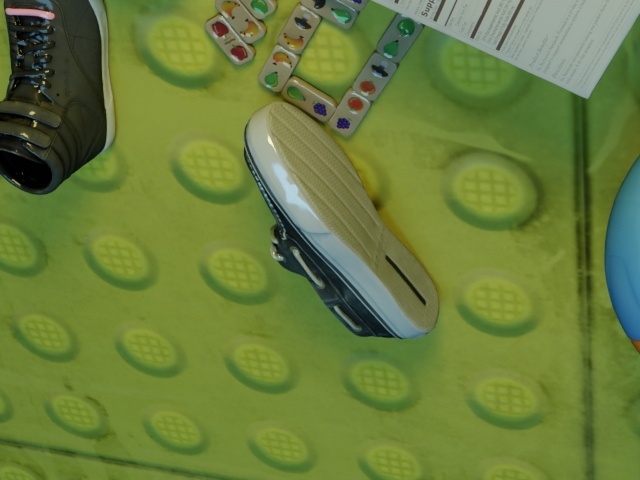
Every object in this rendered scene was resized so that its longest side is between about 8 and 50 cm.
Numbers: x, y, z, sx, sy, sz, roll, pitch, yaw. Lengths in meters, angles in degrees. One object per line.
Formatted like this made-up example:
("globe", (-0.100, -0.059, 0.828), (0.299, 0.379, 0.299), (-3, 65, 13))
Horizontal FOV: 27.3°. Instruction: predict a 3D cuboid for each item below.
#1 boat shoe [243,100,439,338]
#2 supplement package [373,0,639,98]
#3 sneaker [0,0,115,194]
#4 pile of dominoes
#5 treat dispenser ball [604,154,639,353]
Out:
("boat shoe", (0.000, 0.000, 1.427), (0.119, 0.121, 0.335), (-18, 123, 31))
("supplement package", (0.154, -0.252, 1.110), (0.244, 0.139, 0.134), (24, 137, 1))
("sneaker", (-0.296, -0.174, 1.382), (0.104, 0.147, 0.296), (10, 133, 18))
("pile of dominoes", (-0.006, -0.220, 1.285), (0.196, 0.040, 0.251), (30, 135, -4))
("treat dispenser ball", (0.393, 0.012, 1.142), (0.288, 0.288, 0.288), (13, 134, 13))
